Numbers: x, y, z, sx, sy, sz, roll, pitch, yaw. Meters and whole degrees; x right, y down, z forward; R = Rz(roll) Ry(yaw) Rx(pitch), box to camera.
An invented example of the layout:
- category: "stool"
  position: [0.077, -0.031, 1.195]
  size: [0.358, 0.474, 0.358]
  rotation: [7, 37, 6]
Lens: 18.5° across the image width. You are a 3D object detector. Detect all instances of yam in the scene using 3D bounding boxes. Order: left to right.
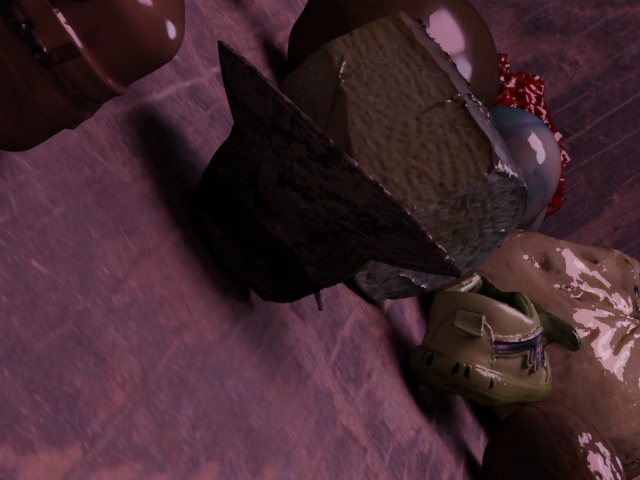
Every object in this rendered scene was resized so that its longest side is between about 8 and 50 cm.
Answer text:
- category: "yam"
  position: [0.071, -0.087, 1.976]
  size: [0.201, 0.202, 0.271]
  rotation: [84, -17, -58]

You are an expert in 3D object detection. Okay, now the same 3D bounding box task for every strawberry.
- category: "strawberry"
  position: [0.201, -0.120, 2.652]
  size: [0.261, 0.257, 0.261]
  rotation: [54, -13, 18]

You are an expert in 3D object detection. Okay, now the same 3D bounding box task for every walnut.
- category: "walnut"
  position: [0.233, 0.239, 1.953]
  size: [0.140, 0.140, 0.162]
  rotation: [41, 28, -60]

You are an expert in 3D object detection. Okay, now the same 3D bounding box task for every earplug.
- category: "earplug"
  position: [0.213, -0.084, 2.351]
  size: [0.185, 0.185, 0.324]
  rotation: [60, -8, 5]

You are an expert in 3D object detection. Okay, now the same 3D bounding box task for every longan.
- category: "longan"
  position: [0.087, -0.197, 2.205]
  size: [0.248, 0.248, 0.248]
  rotation: [56, 11, -17]

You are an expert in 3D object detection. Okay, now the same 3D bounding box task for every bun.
- category: "bun"
  position: [0.288, 0.129, 2.269]
  size: [0.362, 0.234, 0.326]
  rotation: [46, 21, -30]

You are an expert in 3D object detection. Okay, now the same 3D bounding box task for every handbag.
- category: "handbag"
  position: [-0.206, -0.226, 1.161]
  size: [0.302, 0.149, 0.283]
  rotation: [54, 10, -19]

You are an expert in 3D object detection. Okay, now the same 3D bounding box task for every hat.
- category: "hat"
  position: [-0.025, -0.027, 1.502]
  size: [0.265, 0.128, 0.265]
  rotation: [48, 1, -2]

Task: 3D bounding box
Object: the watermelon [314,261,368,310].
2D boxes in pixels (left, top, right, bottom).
- category: "watermelon"
  position: [0.000, -0.007, 1.645]
  size: [0.109, 0.109, 0.109]
  rotation: [56, 11, -17]

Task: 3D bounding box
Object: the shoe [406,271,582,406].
- category: "shoe"
  position: [0.178, 0.109, 1.985]
  size: [0.140, 0.128, 0.262]
  rotation: [34, 13, 17]
